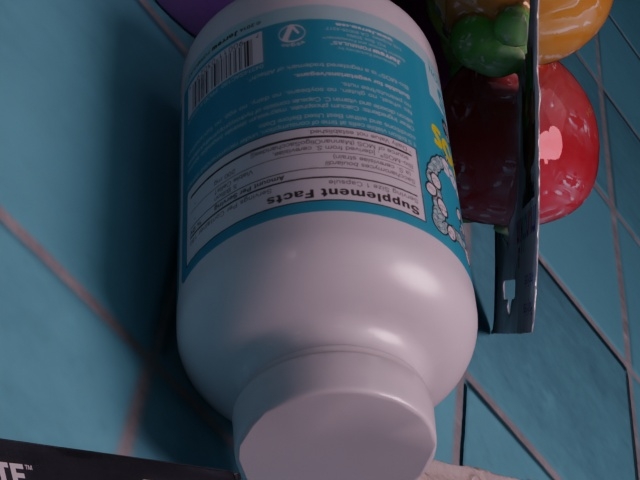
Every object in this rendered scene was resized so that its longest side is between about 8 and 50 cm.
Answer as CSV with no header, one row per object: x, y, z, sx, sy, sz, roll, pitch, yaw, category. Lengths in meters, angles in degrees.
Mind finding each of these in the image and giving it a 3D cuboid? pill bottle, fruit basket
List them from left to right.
0.000,0.000,0.773,0.146,0.146,0.264,40,32,-37,pill bottle
0.108,-0.118,0.962,0.327,0.165,0.353,46,50,-86,fruit basket

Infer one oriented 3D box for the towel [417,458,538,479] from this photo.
0.117,0.226,0.868,0.282,0.049,0.187,23,43,-53,towel

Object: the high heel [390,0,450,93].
-0.016,-0.254,1.111,0.181,0.127,0.377,-32,95,-40,high heel

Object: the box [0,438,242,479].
-0.089,0.161,0.541,0.220,0.051,0.175,21,45,-53,box

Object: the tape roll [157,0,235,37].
-0.060,-0.216,0.972,0.189,0.080,0.189,44,30,-33,tape roll
